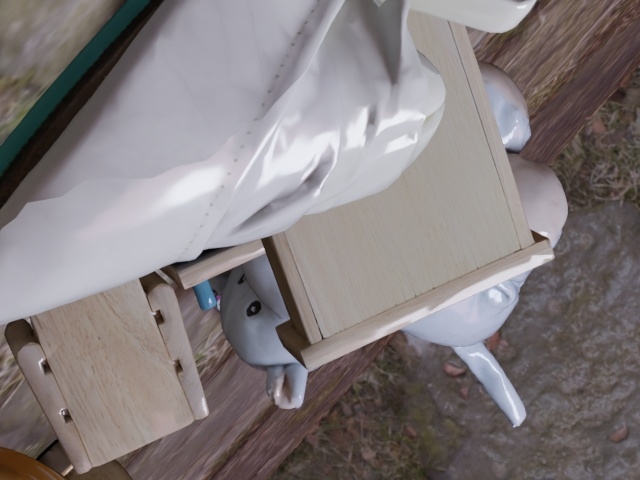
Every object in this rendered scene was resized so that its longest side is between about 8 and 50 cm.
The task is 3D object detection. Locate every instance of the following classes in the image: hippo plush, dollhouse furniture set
[{"bbox_3d":[0.027,-0.005,1.356,0.237,0.234,0.294,-13,143,-15],"label":"hippo plush"},{"bbox_3d":[-0.064,-0.064,0.962,0.286,0.198,0.303,-24,-162,-12],"label":"dollhouse furniture set"}]

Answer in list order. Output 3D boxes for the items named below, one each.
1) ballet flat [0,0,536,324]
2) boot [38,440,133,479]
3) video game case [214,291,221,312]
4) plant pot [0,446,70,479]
[{"bbox_3d":[0.014,-0.103,0.685,0.400,0.139,0.139,-57,176,-28],"label":"ballet flat"},{"bbox_3d":[-0.241,0.294,1.495,0.305,0.115,0.112,-52,172,32],"label":"boot"},{"bbox_3d":[0.000,0.000,1.579,0.210,0.042,0.232,-48,171,-3],"label":"video game case"},{"bbox_3d":[-0.223,0.196,0.974,0.205,0.205,0.188,-46,156,-7],"label":"plant pot"}]
